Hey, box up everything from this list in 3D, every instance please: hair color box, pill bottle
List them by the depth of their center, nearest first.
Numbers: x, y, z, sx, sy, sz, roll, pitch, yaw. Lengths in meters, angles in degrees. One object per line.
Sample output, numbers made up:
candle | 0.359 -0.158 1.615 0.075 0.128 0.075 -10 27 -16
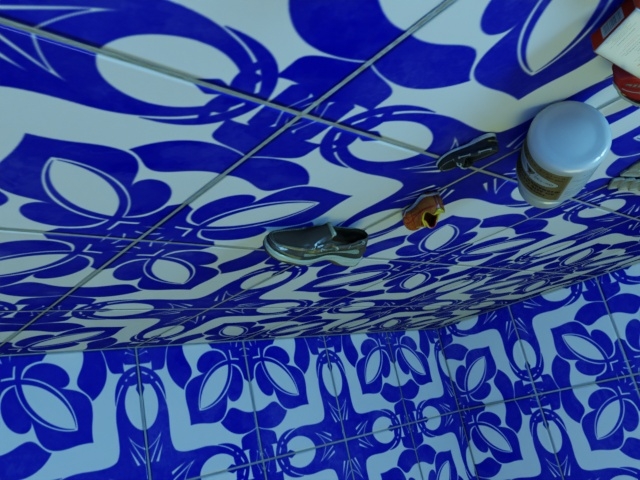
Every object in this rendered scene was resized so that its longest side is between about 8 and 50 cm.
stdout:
hair color box | 0.433 -0.248 0.743 0.141 0.043 0.072 26 139 -11
pill bottle | 0.427 -0.142 1.042 0.131 0.131 0.229 -15 162 6

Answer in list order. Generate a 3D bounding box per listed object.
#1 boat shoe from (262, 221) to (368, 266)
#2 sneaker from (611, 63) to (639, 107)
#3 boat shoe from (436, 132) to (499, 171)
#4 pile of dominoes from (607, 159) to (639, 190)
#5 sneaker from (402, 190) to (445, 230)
boat shoe | -0.003 -0.006 1.269 0.257 0.095 0.095 3 133 -37
sneaker | 0.534 -0.276 0.768 0.118 0.108 0.279 22 140 -39
boat shoe | 0.270 -0.153 1.053 0.125 0.038 0.046 -26 158 35
pile of dominoes | 0.846 -0.179 1.412 0.250 0.040 0.196 1 160 -14
sneaker | 0.228 -0.050 1.294 0.064 0.068 0.175 -11 164 -10
